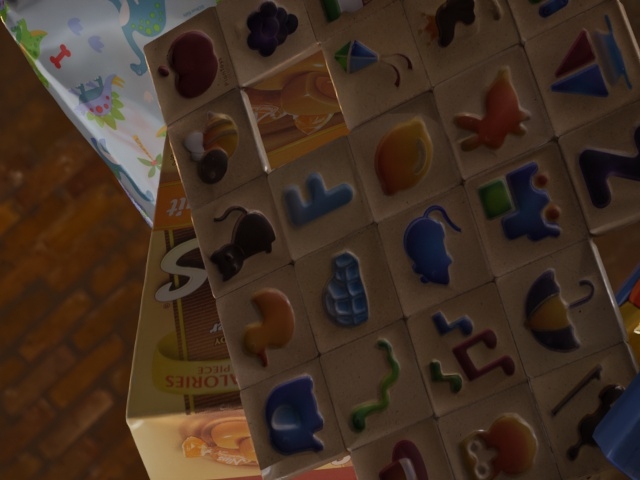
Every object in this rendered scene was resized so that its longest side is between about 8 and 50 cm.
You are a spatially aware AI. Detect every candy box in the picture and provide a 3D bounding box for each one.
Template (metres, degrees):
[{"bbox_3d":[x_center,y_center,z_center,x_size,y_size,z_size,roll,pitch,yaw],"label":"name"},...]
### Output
[{"bbox_3d":[0.000,0.000,0.958,0.183,0.087,0.316,-7,-137,9],"label":"candy box"}]

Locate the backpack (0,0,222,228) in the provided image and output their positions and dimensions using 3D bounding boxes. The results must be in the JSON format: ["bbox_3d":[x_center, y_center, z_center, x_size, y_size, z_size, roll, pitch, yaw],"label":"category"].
[{"bbox_3d":[-0.081,-0.152,1.304,0.290,0.355,0.273,-15,-137,33],"label":"backpack"}]

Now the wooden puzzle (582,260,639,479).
[{"bbox_3d":[0.101,0.100,0.579,0.322,0.080,0.348,-52,-176,4],"label":"wooden puzzle"}]

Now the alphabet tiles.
[{"bbox_3d":[0.039,-0.014,0.628,0.198,0.009,0.237,-25,-109,25],"label":"alphabet tiles"}]
